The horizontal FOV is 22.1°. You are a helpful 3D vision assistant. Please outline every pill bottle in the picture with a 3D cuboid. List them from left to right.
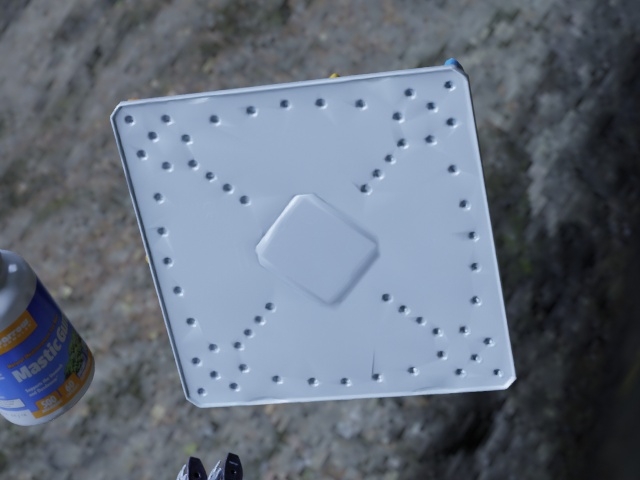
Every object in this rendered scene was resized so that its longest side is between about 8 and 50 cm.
[{"bbox_3d":[-0.425,0.109,2.177,0.152,0.272,0.152,-16,42,15],"label":"pill bottle"}]

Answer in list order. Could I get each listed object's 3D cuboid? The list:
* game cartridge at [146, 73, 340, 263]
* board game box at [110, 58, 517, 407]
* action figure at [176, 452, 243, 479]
[{"bbox_3d":[-0.105,-0.099,2.412,0.323,0.053,0.285,-49,6,-26],"label":"game cartridge"},{"bbox_3d":[0.000,0.000,1.807,0.390,0.390,0.050,-5,27,14],"label":"board game box"},{"bbox_3d":[-0.226,0.460,2.615,0.285,0.185,0.099,-55,36,32],"label":"action figure"}]
